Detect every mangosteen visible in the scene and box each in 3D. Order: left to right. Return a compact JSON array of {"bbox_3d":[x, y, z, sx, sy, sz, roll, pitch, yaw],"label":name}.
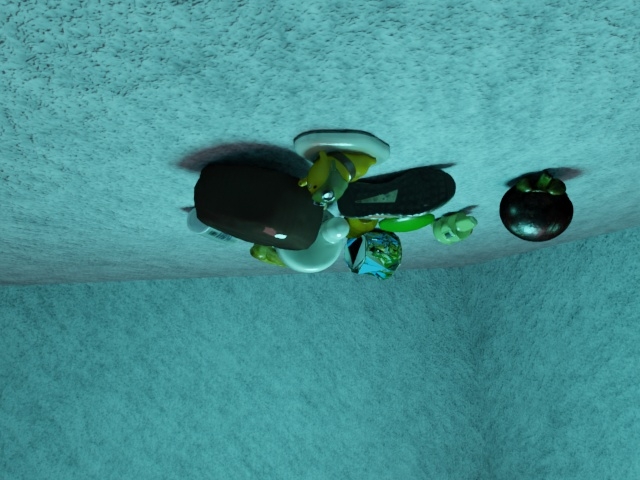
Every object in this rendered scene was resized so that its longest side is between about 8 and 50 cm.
[{"bbox_3d":[0.687,-0.104,1.428,0.216,0.216,0.216,-5,169,-1],"label":"mangosteen"}]

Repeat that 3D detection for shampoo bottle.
[{"bbox_3d":[-0.351,-0.042,1.571,0.092,0.092,0.303,-7,170,10],"label":"shampoo bottle"}]

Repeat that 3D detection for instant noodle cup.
[{"bbox_3d":[0.226,0.055,2.044,0.178,0.240,0.240,10,163,-30],"label":"instant noodle cup"}]

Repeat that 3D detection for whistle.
[{"bbox_3d":[0.548,-0.053,1.850,0.106,0.131,0.288,-43,-178,-18],"label":"whistle"}]

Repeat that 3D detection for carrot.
[{"bbox_3d":[0.133,-0.069,1.570,0.114,0.114,0.302,-4,173,-4],"label":"carrot"}]

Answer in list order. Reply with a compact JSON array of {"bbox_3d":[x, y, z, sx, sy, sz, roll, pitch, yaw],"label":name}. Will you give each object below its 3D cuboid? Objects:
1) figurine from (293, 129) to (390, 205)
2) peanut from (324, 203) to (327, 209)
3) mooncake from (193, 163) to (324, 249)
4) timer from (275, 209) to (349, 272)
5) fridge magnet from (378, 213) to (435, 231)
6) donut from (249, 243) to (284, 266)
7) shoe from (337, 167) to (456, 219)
[{"bbox_3d":[0.058,-0.151,1.033,0.250,0.140,0.167,0,167,-27],"label":"figurine"},{"bbox_3d":[-0.067,-0.105,1.410,0.175,0.080,0.080,-11,169,5],"label":"peanut"},{"bbox_3d":[-0.154,-0.076,1.151,0.334,0.174,0.326,11,177,-13],"label":"mooncake"},{"bbox_3d":[-0.033,-0.009,1.503,0.234,0.233,0.240,-2,173,-15],"label":"timer"},{"bbox_3d":[0.317,-0.078,1.680,0.208,0.088,0.208,-4,171,-1],"label":"fridge magnet"},{"bbox_3d":[-0.174,0.040,1.896,0.209,0.128,0.261,10,171,22],"label":"donut"},{"bbox_3d":[0.230,-0.120,1.339,0.337,0.132,0.171,-7,174,20],"label":"shoe"}]
